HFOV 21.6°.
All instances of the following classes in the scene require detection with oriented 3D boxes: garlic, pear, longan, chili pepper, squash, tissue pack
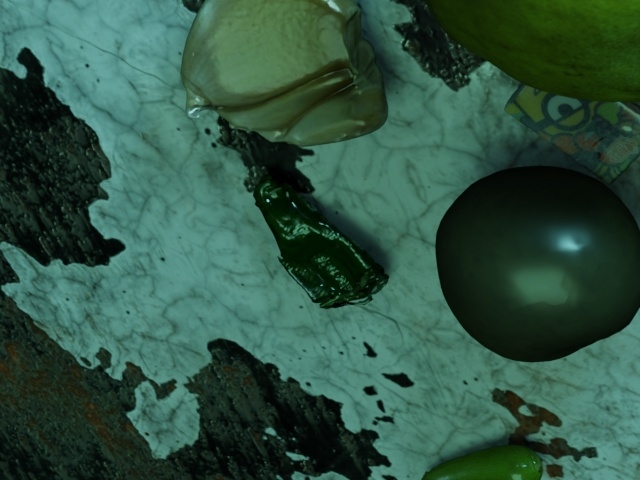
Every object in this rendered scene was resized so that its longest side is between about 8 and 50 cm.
[{"bbox_3d":[-0.045,-0.210,1.896,0.228,0.110,0.217,-8,112,19],"label":"garlic"},{"bbox_3d":[0.271,-0.291,1.509,0.413,0.352,0.352,4,129,21],"label":"pear"},{"bbox_3d":[0.247,0.027,1.863,0.246,0.215,0.246,34,169,7],"label":"longan"},{"bbox_3d":[-0.001,0.002,2.082,0.108,0.062,0.216,-31,109,35],"label":"chili pepper"},{"bbox_3d":[0.213,0.312,2.235,0.201,0.066,0.066,-18,118,44],"label":"squash"},{"bbox_3d":[0.291,-0.143,1.807,0.148,0.060,0.108,35,136,-6],"label":"tissue pack"}]
